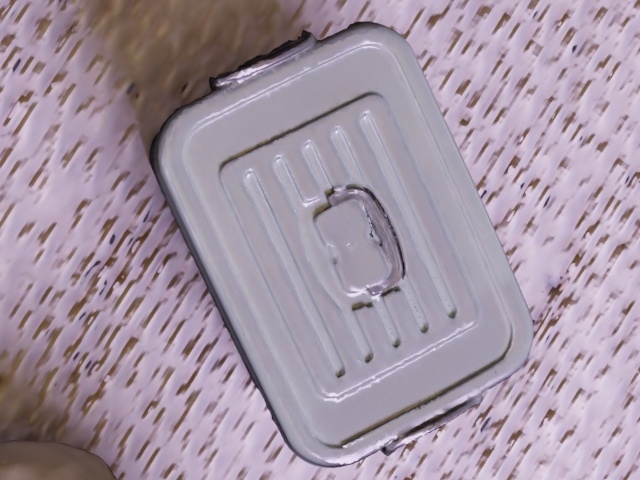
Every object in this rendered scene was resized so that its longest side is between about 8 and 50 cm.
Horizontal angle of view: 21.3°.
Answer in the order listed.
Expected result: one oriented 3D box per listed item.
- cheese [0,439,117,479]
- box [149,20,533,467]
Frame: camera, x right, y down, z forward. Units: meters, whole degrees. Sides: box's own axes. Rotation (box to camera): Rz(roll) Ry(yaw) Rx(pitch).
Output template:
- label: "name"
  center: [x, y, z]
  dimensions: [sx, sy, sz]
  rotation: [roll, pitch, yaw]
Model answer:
- label: "cheese"
  center: [-0.105, 0.194, 0.461]
  dimensions: [0.263, 0.159, 0.093]
  rotation: [-50, 147, -9]
- label: "box"
  center: [0.000, 0.000, 0.514]
  dimensions: [0.084, 0.069, 0.122]
  rotation: [-27, 101, -14]
